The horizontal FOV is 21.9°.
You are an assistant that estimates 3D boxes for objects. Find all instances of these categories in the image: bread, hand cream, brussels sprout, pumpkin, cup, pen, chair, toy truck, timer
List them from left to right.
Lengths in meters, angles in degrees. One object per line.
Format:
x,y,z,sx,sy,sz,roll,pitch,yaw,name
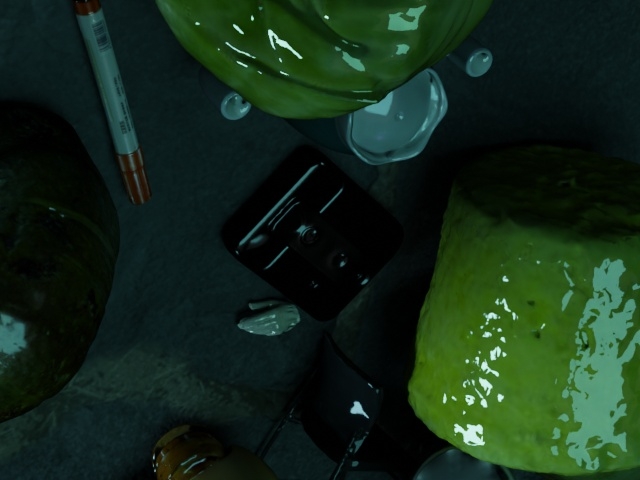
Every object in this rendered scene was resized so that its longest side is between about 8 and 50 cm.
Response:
-0.317,0.035,1.478,0.325,0.232,0.242,-45,131,-2,pumpkin
-0.196,-0.133,1.568,0.028,0.028,0.239,-24,131,-16,pen
-0.151,0.364,1.825,0.288,0.204,0.211,-35,135,-4,toy truck
0.000,0.000,1.768,0.144,0.055,0.187,-47,134,4,timer
0.010,-0.258,1.413,0.328,0.247,0.328,0,98,-1,brussels sprout
0.036,0.230,1.900,0.145,0.140,0.221,7,113,-38,chair
0.034,-0.159,1.597,0.299,0.173,0.167,-12,125,-25,cup
0.169,0.291,1.947,0.185,0.118,0.358,-49,174,2,hand cream
0.273,0.071,1.821,0.348,0.348,0.308,-5,112,-30,bread

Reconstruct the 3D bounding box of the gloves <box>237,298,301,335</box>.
-0.052,0.082,1.810,0.081,0.037,0.044,-19,94,-14,gloves

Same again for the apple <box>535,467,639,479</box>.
0.370,0.267,2.154,0.193,0.120,0.265,-44,132,17,apple
